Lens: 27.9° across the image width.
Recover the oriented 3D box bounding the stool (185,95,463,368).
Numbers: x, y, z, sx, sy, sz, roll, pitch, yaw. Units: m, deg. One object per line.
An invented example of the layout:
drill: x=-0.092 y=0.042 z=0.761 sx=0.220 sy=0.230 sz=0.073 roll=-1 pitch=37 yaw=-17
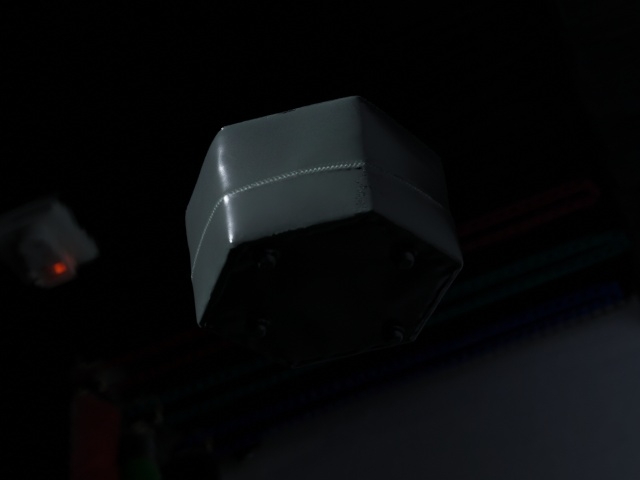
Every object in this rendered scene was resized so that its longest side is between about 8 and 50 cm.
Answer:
stool: x=0.000 y=0.000 z=1.088 sx=0.232 sy=0.232 sz=0.141 roll=55 pitch=-159 yaw=-51
